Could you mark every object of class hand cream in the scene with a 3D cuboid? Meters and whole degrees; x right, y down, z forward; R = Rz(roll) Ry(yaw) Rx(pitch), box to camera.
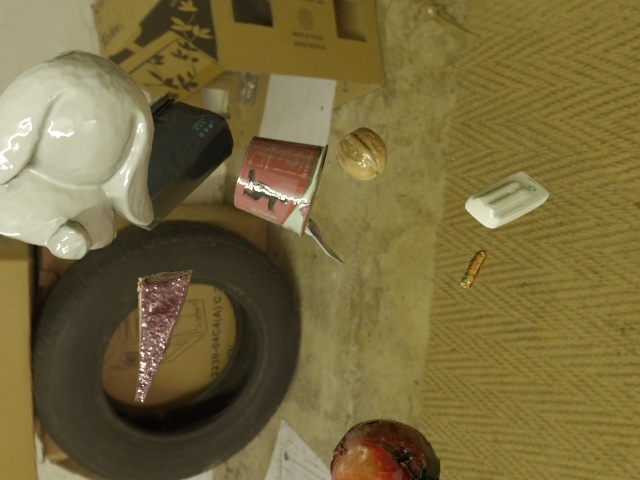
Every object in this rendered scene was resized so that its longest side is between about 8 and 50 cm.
[{"bbox_3d":[0.001,-0.001,1.851,0.275,0.079,0.050,52,130,56],"label":"hand cream"}]

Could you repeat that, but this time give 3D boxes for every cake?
[{"bbox_3d":[-0.365,0.198,1.171,0.116,0.113,0.295,-167,91,-77],"label":"cake"}]

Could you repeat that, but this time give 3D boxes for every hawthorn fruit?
[{"bbox_3d":[0.187,0.647,1.521,0.316,0.316,0.315,7,100,50],"label":"hawthorn fruit"}]

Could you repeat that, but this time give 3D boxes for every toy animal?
[{"bbox_3d":[-0.341,-0.127,0.760,0.206,0.272,0.265,44,111,45],"label":"toy animal"}]

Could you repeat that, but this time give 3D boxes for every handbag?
[{"bbox_3d":[-0.387,-0.208,1.211,0.275,0.302,0.178,30,153,16],"label":"handbag"}]

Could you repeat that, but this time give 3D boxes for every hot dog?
[{"bbox_3d":[0.375,0.069,1.335,0.037,0.122,0.049,26,145,22],"label":"hot dog"}]

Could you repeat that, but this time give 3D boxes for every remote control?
[{"bbox_3d":[0.397,-0.092,1.141,0.090,0.230,0.049,45,136,24],"label":"remote control"}]

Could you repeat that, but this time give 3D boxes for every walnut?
[{"bbox_3d":[0.128,-0.264,1.663,0.167,0.149,0.166,-1,81,7],"label":"walnut"}]

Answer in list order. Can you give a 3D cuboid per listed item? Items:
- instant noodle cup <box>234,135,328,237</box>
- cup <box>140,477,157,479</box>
[{"bbox_3d":[-0.093,-0.141,1.290,0.235,0.179,0.234,-163,90,-89],"label":"instant noodle cup"},{"bbox_3d":[-0.264,0.433,0.887,0.083,0.074,0.054,6,142,15],"label":"cup"}]
